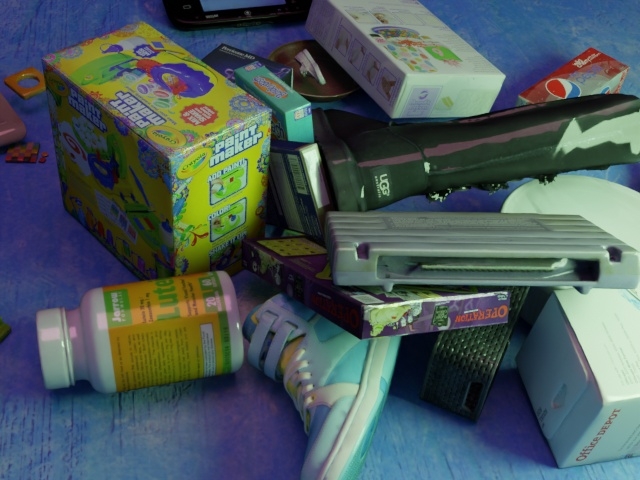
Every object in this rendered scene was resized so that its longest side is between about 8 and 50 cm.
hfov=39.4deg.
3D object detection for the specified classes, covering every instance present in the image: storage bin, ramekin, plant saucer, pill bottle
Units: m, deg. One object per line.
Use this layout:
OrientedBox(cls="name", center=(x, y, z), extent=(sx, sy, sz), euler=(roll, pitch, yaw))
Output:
OrientedBox(cls="storage bin", center=(0.206, 0.135, 1.194), extent=(0.084, 0.122, 0.180), euler=(22, 45, 15))
OrientedBox(cls="ramekin", center=(0.385, 0.033, 1.321), extent=(0.273, 0.127, 0.272), euler=(4, 43, -4))
OrientedBox(cls="plant saucer", center=(-0.006, -0.319, 1.713), extent=(0.199, 0.036, 0.198), euler=(3, 42, -3))
OrientedBox(cls="pill bottle", center=(-0.231, 0.121, 1.147), extent=(0.246, 0.136, 0.136), euler=(-8, 45, -14))

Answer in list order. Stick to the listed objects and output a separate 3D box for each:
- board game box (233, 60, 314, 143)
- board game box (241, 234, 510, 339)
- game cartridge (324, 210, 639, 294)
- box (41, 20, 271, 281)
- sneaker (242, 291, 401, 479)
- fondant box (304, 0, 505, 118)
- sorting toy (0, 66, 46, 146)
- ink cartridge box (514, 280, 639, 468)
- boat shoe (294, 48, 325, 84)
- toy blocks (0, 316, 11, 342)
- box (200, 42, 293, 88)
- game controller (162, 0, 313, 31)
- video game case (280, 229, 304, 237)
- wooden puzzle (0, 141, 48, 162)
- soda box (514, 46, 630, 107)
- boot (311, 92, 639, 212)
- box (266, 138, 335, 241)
OrientedBox(cls="board game box", center=(-0.065, -0.150, 1.385), extent=(0.047, 0.210, 0.160), euler=(-25, 43, -21))
OrientedBox(cls="board game box", center=(0.056, 0.048, 1.168), extent=(0.208, 0.056, 0.347), euler=(-8, 16, -26))
OrientedBox(cls="game cartridge", center=(0.186, 0.011, 1.123), extent=(0.355, 0.068, 0.230), euler=(1, 9, -2))
OrientedBox(cls="box", center=(-0.235, -0.112, 1.291), extent=(0.177, 0.279, 0.290), euler=(-32, 56, -33))
OrientedBox(cls="sneaker", center=(-0.023, 0.182, 1.122), extent=(0.208, 0.127, 0.319), euler=(16, 35, 8))
OrientedBox(cls="fondant box", center=(0.153, -0.358, 1.694), extent=(0.238, 0.096, 0.330), euler=(-6, 42, -34))
OrientedBox(cls="sorting toy", center=(-0.616, -0.202, 1.513), extent=(0.348, 0.047, 0.196), euler=(-23, 55, -27))
OrientedBox(cls="ink cartridge box", center=(0.401, 0.164, 1.141), extent=(0.233, 0.171, 0.168), euler=(-5, 51, -13))
OrientedBox(cls="boat shoe", center=(-0.022, -0.318, 1.664), extent=(0.035, 0.035, 0.100), euler=(-31, 53, 2))
OrientedBox(cls="toy blocks", center=(-0.602, -0.007, 1.150), extent=(0.382, 0.260, 0.190), euler=(20, 45, 15))
OrientedBox(cls="box", center=(-0.162, -0.234, 1.553), extent=(0.153, 0.108, 0.207), euler=(22, 46, 16))
OrientedBox(cls="game controller", center=(-0.170, -0.508, 1.872), extent=(0.319, 0.067, 0.166), euler=(-10, 46, -16))
OrientedBox(cls="video game case", center=(0.000, 0.000, 1.392), extent=(0.119, 0.015, 0.166), euler=(15, 44, 8))
OrientedBox(cls="wooden puzzle", center=(-0.497, -0.147, 1.495), extent=(0.083, 0.006, 0.049), euler=(0, 44, -6))
OrientedBox(cls="soda box", center=(0.468, -0.269, 1.681), extent=(0.092, 0.083, 0.263), euler=(36, 50, 27))
OrientedBox(cls="boot", center=(0.216, -0.160, 1.381), extent=(0.445, 0.146, 0.367), euler=(-14, 24, -3))
OrientedBox(cls="box", center=(-0.055, -0.081, 1.317), extent=(0.037, 0.136, 0.225), euler=(-25, 20, -26))
